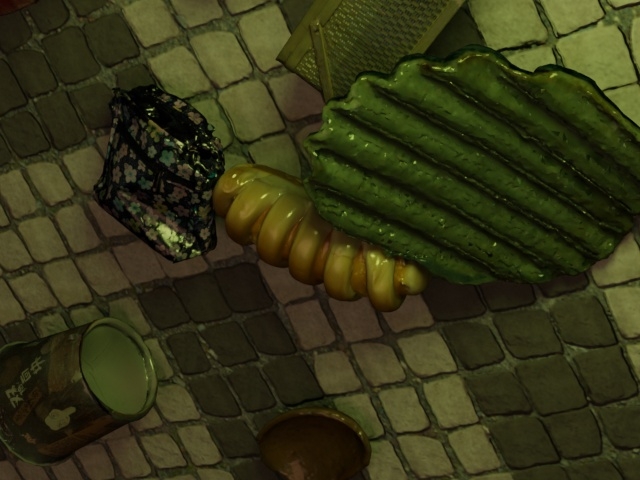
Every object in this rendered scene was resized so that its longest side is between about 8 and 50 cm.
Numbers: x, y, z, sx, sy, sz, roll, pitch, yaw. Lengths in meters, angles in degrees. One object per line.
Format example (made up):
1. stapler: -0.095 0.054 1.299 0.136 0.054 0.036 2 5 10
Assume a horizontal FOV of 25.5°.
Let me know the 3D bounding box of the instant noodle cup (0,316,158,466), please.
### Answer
1. instant noodle cup: -0.391 0.233 2.260 0.207 0.217 0.217 -23 104 32

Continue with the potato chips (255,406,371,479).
1. potato chips: -0.009 0.311 2.172 0.150 0.049 0.202 45 129 -7

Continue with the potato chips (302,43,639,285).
1. potato chips: 0.200 -0.078 1.687 0.429 0.070 0.358 27 132 -21

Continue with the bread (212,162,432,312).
1. bread: 0.000 0.000 1.890 0.311 0.173 0.121 28 99 15

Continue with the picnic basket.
1. picnic basket: 0.079 -0.279 1.679 0.139 0.165 0.266 37 131 -2

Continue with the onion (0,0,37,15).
1. onion: -0.445 -0.456 1.797 0.354 0.353 0.353 15 125 23

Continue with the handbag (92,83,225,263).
1. handbag: -0.222 -0.101 1.993 0.229 0.127 0.207 38 128 27
